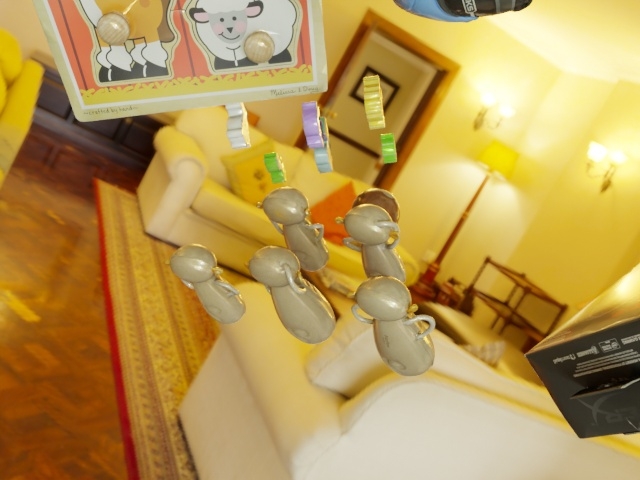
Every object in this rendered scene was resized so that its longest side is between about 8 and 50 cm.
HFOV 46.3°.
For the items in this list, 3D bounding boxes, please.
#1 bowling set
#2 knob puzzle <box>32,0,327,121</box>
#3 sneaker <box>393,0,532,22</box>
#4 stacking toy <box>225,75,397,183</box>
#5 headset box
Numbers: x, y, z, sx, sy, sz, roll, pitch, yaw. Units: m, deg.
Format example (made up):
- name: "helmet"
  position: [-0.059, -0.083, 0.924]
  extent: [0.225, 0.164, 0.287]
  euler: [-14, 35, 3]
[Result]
- name: "bowling set"
  position: [0.000, 0.000, 0.756]
  extent: [0.287, 0.200, 0.154]
  euler: [9, -29, 24]
- name: "knob puzzle"
  position: [-0.089, -0.164, 0.437]
  extent: [0.213, 0.213, 0.030]
  euler: [26, 31, -18]
- name: "sneaker"
  position: [0.075, -0.177, 0.281]
  extent: [0.078, 0.188, 0.067]
  euler: [7, 25, -10]
- name: "stacking toy"
  position: [-0.001, -0.113, 0.870]
  extent: [0.167, 0.052, 0.221]
  euler: [-7, -15, 9]
- name: "headset box"
  position: [0.362, 0.078, 0.731]
  extent: [0.110, 0.293, 0.218]
  euler: [57, -26, 6]
